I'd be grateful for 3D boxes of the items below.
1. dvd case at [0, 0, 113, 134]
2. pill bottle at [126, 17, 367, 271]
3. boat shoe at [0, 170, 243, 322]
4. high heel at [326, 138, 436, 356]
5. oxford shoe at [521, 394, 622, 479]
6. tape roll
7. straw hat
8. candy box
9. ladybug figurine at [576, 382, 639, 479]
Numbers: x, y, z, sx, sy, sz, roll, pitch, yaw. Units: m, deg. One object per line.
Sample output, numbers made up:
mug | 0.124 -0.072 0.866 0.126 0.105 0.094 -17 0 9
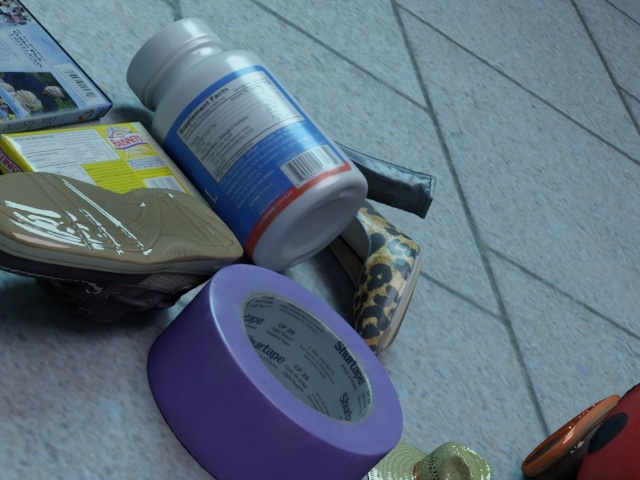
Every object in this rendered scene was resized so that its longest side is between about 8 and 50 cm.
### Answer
dvd case | -0.296 -0.159 1.518 0.180 0.022 0.253 47 24 11
pill bottle | -0.071 -0.089 1.626 0.221 0.124 0.124 50 24 20
boat shoe | -0.163 0.014 1.343 0.103 0.092 0.285 43 19 21
high heel | 0.000 0.000 1.687 0.186 0.093 0.261 17 40 -2
oxford shoe | 0.274 0.206 1.716 0.098 0.097 0.271 57 26 16
tape roll | -0.033 0.113 1.401 0.189 0.080 0.189 34 24 -18
straw hat | 0.108 0.199 1.502 0.144 0.061 0.144 35 24 -19
candy box | -0.177 -0.048 1.511 0.105 0.027 0.206 47 23 14
ladybug figurine | 0.309 0.226 1.523 0.162 0.305 0.449 13 -5 20
